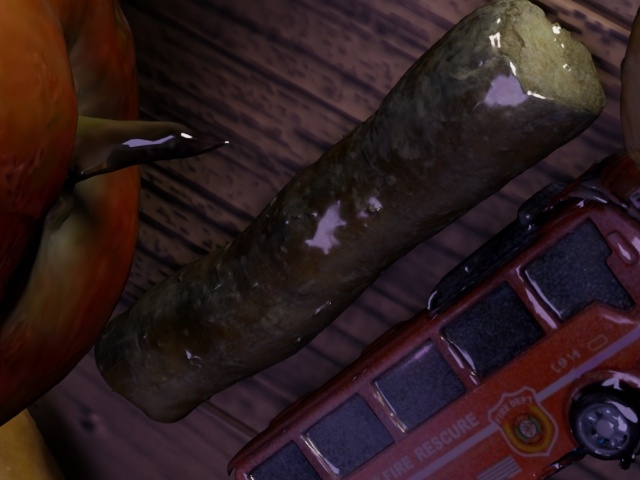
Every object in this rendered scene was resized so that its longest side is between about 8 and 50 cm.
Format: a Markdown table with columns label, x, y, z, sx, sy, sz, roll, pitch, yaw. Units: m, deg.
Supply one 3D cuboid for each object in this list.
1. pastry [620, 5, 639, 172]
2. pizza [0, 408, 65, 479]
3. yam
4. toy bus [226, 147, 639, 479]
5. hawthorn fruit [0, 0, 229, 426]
| label | x | y | z | sx | sy | sz | roll | pitch | yaw |
| --- | --- | --- | --- | --- | --- | --- | --- | --- | --- |
| pastry | 0.203 | -0.030 | 0.436 | 0.229 | 0.100 | 0.218 | 41 | 107 | -7 |
| pizza | -0.249 | 0.073 | 0.744 | 0.365 | 0.074 | 0.182 | 38 | 122 | 5 |
| yam | 0.000 | 0.000 | 0.595 | 0.253 | 0.061 | 0.061 | -38 | 93 | 35 |
| toy bus | 0.065 | 0.059 | 0.586 | 0.096 | 0.073 | 0.235 | 50 | 125 | 4 |
| hawthorn fruit | -0.179 | -0.042 | 0.546 | 0.301 | 0.268 | 0.267 | -5 | 111 | 18 |
